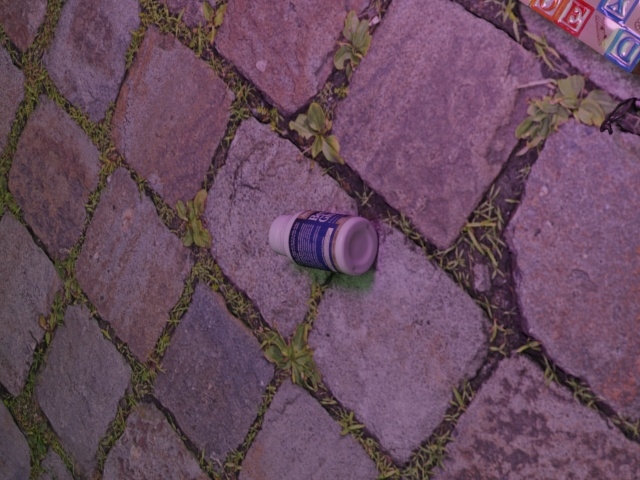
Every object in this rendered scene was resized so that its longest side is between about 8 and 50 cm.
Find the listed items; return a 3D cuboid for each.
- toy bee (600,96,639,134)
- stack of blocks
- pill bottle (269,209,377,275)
[{"bbox_3d":[0.473,-0.166,1.080,0.162,0.298,0.195,41,85,2],"label":"toy bee"},{"bbox_3d":[0.344,-0.355,1.208,0.297,0.087,0.171,45,120,31],"label":"stack of blocks"},{"bbox_3d":[0.000,0.000,1.536,0.169,0.094,0.094,9,99,41],"label":"pill bottle"}]
